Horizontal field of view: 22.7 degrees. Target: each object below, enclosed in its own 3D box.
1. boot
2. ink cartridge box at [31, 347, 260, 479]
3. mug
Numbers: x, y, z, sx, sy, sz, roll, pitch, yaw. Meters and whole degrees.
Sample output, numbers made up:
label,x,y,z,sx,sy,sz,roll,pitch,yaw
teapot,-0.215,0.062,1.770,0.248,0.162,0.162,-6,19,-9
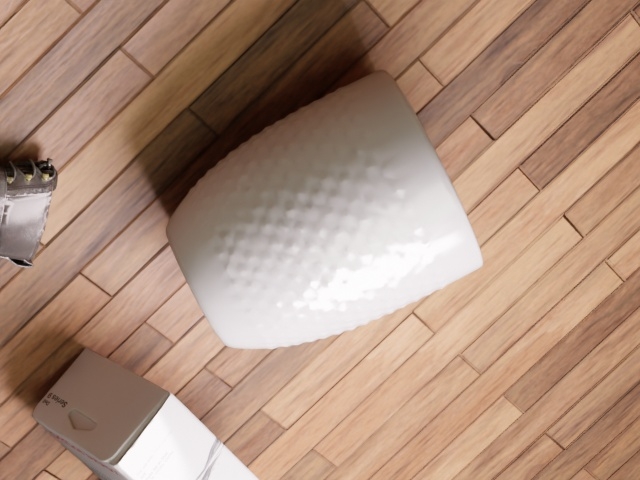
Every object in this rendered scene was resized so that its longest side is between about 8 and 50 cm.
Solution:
label,x,y,z,sx,sy,sz,roll,pitch,yaw
boot,-0.419,-0.078,1.864,0.229,0.091,0.263,-5,126,-28
ink cartridge box,-0.208,0.290,2.088,0.121,0.211,0.289,-52,130,-16
mug,0.000,0.000,2.007,0.328,0.276,0.374,-27,158,0
